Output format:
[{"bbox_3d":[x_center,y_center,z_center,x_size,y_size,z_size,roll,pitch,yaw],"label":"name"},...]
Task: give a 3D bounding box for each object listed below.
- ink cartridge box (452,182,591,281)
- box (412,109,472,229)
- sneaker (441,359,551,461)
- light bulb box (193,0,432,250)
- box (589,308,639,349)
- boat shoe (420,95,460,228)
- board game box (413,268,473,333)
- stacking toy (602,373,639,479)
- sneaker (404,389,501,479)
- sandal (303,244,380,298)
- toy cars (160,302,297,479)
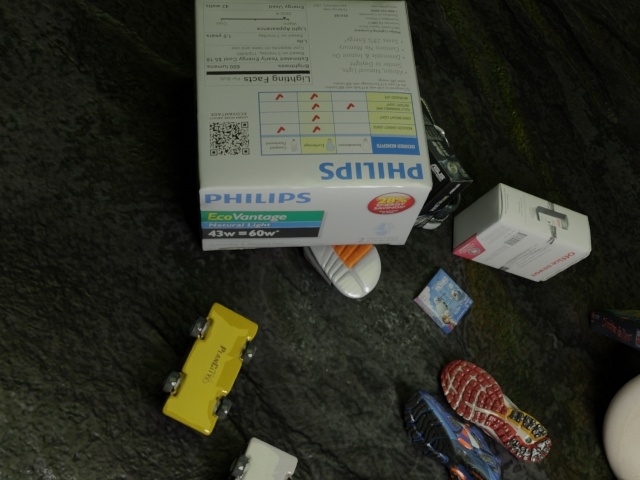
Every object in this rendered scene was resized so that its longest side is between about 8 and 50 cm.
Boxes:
[{"bbox_3d":[0.391,-0.011,1.629,0.218,0.158,0.092,19,57,-21],"label":"ink cartridge box"},{"bbox_3d":[0.167,-0.133,1.545,0.077,0.147,0.180,-4,57,-50],"label":"box"},{"bbox_3d":[0.300,0.305,1.474,0.088,0.093,0.225,-44,76,-5],"label":"sneaker"},{"bbox_3d":[-0.029,-0.190,1.377,0.358,0.225,0.361,-1,65,-7],"label":"light bulb box"},{"bbox_3d":[0.645,0.173,1.616,0.159,0.233,0.044,1,94,-5],"label":"box"},{"bbox_3d":[0.216,-0.174,1.654,0.114,0.091,0.302,1,66,-30],"label":"boat shoe"},{"bbox_3d":[0.231,0.113,1.562,0.090,0.020,0.090,45,53,-1],"label":"board game box"},{"bbox_3d":[0.777,0.302,1.640,0.350,0.350,0.480,50,38,1],"label":"stacking toy"},{"bbox_3d":[0.226,0.339,1.419,0.221,0.083,0.087,51,39,-5],"label":"sneaker"},{"bbox_3d":[0.008,-0.006,1.461,0.102,0.076,0.265,-30,69,-19],"label":"sandal"},{"bbox_3d":[-0.141,0.292,1.225,0.176,0.087,0.393,-10,75,-28],"label":"toy cars"}]
